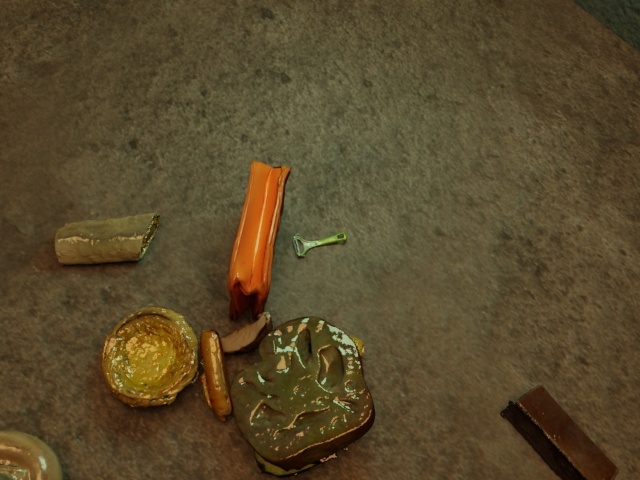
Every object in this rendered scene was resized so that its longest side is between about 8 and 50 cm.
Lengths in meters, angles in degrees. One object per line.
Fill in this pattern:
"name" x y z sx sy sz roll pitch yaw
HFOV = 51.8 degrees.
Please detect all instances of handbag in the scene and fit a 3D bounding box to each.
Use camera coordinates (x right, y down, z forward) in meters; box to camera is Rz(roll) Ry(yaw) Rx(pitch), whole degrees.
"handbag" -0.173 0.008 1.864 0.116 0.303 0.410 9 65 -1

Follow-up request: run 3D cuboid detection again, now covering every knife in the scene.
"knife" 0.000 0.001 2.033 0.166 0.022 0.078 -13 72 -9

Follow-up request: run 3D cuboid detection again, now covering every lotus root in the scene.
"lotus root" -0.036 0.394 1.698 0.375 0.111 0.390 17 62 20

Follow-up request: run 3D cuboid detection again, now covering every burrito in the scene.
"burrito" -0.623 -0.006 1.947 0.299 0.105 0.143 -6 60 -5

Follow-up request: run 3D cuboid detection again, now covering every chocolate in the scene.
"chocolate" 0.644 0.535 1.774 0.112 0.112 0.321 -33 70 -27

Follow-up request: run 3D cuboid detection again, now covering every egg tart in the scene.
"egg tart" -0.453 0.325 1.797 0.291 0.107 0.290 0 63 1

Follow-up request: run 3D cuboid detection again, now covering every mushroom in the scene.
"mushroom" -0.195 0.266 1.818 0.210 0.094 0.072 -31 69 25
"mushroom" -0.766 0.582 1.539 0.293 0.290 0.292 3 66 -7

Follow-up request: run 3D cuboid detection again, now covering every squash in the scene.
"squash" -0.080 0.539 1.740 0.184 0.085 0.192 -24 51 12

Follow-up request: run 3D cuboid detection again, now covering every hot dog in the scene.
"hot dog" -0.285 0.363 1.766 0.076 0.104 0.250 -9 84 -9

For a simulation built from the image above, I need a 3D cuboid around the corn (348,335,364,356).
"corn" 0.024 0.296 1.864 0.203 0.072 0.072 11 63 2
